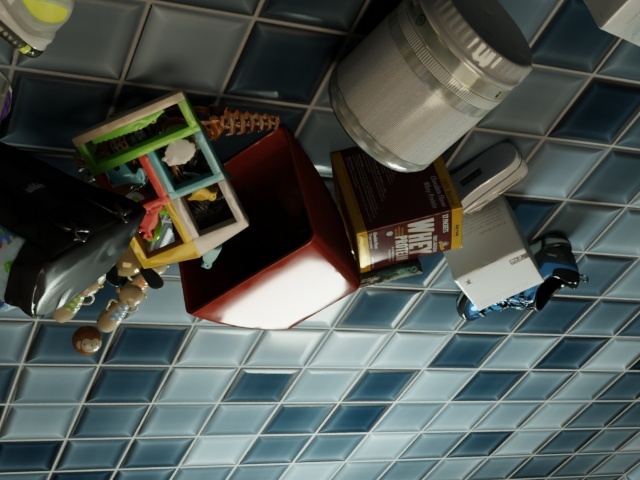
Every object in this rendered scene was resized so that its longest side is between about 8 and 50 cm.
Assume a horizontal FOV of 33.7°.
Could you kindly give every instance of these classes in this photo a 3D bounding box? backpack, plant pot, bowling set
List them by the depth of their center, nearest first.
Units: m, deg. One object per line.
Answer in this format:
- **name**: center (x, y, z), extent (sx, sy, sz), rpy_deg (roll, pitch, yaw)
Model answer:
- **backpack**: center (-0.498, -0.034, 1.594), extent (0.273, 0.356, 0.290), rpy_deg (-56, 175, 28)
- **plant pot**: center (-0.078, 0.011, 1.874), extent (0.267, 0.267, 0.236), rpy_deg (-31, 139, 20)
- **bowling set**: center (-0.398, 0.099, 1.951), extent (0.287, 0.199, 0.154), rpy_deg (12, 135, -40)

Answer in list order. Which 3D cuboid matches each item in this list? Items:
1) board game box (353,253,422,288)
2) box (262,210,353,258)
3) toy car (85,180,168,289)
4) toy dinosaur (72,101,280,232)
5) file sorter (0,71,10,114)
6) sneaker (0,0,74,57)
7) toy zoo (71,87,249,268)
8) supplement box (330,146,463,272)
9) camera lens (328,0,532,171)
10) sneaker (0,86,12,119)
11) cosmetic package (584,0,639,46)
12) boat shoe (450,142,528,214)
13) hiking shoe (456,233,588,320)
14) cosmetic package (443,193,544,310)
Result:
- **board game box**: center (0.115, 0.045, 2.007), extent (0.126, 0.186, 0.026), rpy_deg (-14, 102, -2)
- **box**: center (0.000, 0.000, 2.084), extent (0.232, 0.058, 0.087), rpy_deg (-17, 145, 0)
- **toy car**: center (-0.336, 0.003, 1.841), extent (0.155, 0.188, 0.149), rpy_deg (4, 140, -27)
- **toy dinosaur**: center (-0.231, -0.141, 1.736), extent (0.322, 0.164, 0.218), rpy_deg (-3, 131, 18)
- **file sorter**: center (-0.580, -0.219, 1.392), extent (0.173, 0.192, 0.277), rpy_deg (-24, 129, 18)
- **sneaker**: center (-0.458, -0.399, 1.326), extent (0.147, 0.145, 0.385), rpy_deg (-51, 139, -5)
- **toy zoo**: center (-0.242, -0.077, 1.694), extent (0.192, 0.030, 0.293), rpy_deg (-22, 114, 7)
- **supplement box**: center (0.138, -0.072, 1.925), extent (0.194, 0.191, 0.129), rpy_deg (-15, 145, -4)
- **camera lens**: center (0.164, -0.258, 1.658), extent (0.219, 0.219, 0.274), rpy_deg (19, 132, -39)
- **sneaker**: center (-0.518, -0.234, 1.549), extent (0.068, 0.071, 0.170), rpy_deg (-33, 141, 22)
- **cosmetic package**: center (0.566, -0.421, 1.668), extent (0.225, 0.138, 0.224), rpy_deg (11, 137, -35)
- **boat shoe**: center (0.286, -0.087, 2.048), extent (0.258, 0.095, 0.084), rpy_deg (-30, 138, 20)
- **hiking shoe**: center (0.432, 0.108, 2.339), extent (0.304, 0.132, 0.113), rpy_deg (-36, 140, 26)
- **cosmetic package**: center (0.332, 0.011, 2.122), extent (0.151, 0.183, 0.151), rpy_deg (-26, 144, 14)
